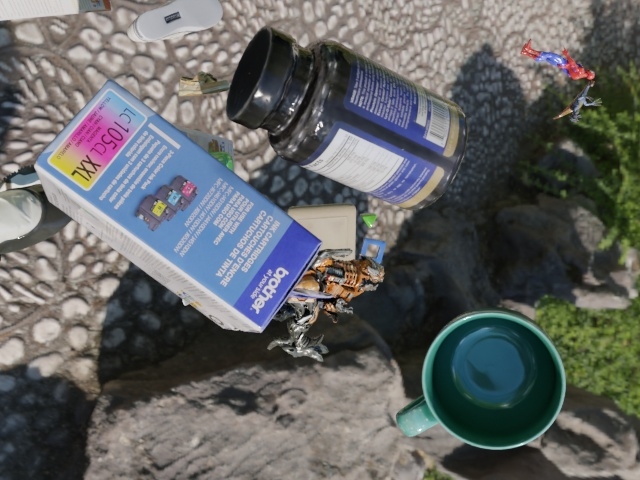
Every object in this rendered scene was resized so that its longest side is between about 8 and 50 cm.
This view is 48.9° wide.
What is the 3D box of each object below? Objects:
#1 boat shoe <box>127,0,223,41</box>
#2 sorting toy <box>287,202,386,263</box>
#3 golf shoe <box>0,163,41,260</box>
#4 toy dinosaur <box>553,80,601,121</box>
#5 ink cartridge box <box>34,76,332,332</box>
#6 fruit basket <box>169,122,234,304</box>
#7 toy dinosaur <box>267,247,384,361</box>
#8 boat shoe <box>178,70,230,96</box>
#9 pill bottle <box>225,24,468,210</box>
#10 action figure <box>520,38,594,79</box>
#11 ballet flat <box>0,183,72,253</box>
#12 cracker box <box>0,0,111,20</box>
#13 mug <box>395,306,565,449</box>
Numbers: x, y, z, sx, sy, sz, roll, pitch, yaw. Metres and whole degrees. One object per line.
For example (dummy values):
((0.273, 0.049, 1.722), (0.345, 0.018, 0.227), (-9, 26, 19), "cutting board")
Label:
((-0.140, -0.211, 0.675), (0.100, 0.035, 0.035), (-35, 113, -35), "boat shoe")
((0.000, 0.000, 1.852), (0.347, 0.047, 0.196), (-4, 106, -12), "sorting toy")
((-0.524, -0.043, 1.205), (0.094, 0.198, 0.077), (48, 14, 11), "golf shoe")
((0.526, -0.287, 1.433), (0.047, 0.090, 0.082), (42, 58, -69), "toy dinosaur")
((-0.173, -0.008, 0.964), (0.395, 0.270, 0.151), (40, 74, -10), "ink cartridge box")
((-0.209, -0.054, 1.398), (0.353, 0.165, 0.327), (-8, 95, -73), "fruit basket")
((-0.039, 0.096, 1.368), (0.164, 0.321, 0.218), (-91, -167, -50), "toy dinosaur")
((-0.299, -0.398, 1.780), (0.063, 0.170, 0.059), (-21, 109, -53), "boat shoe")
((0.026, -0.120, 0.689), (0.219, 0.122, 0.123), (21, 76, -25), "pill bottle")
((0.365, -0.274, 1.073), (0.115, 0.038, 0.030), (27, 84, -1), "action figure")
((-0.508, -0.020, 1.060), (0.280, 0.096, 0.095), (-21, 85, -12), "ballet flat")
((-0.456, -0.414, 1.102), (0.232, 0.155, 0.067), (-10, 83, -14), "cracker box")
((0.157, 0.130, 0.698), (0.097, 0.157, 0.130), (3, 89, -75), "mug")
